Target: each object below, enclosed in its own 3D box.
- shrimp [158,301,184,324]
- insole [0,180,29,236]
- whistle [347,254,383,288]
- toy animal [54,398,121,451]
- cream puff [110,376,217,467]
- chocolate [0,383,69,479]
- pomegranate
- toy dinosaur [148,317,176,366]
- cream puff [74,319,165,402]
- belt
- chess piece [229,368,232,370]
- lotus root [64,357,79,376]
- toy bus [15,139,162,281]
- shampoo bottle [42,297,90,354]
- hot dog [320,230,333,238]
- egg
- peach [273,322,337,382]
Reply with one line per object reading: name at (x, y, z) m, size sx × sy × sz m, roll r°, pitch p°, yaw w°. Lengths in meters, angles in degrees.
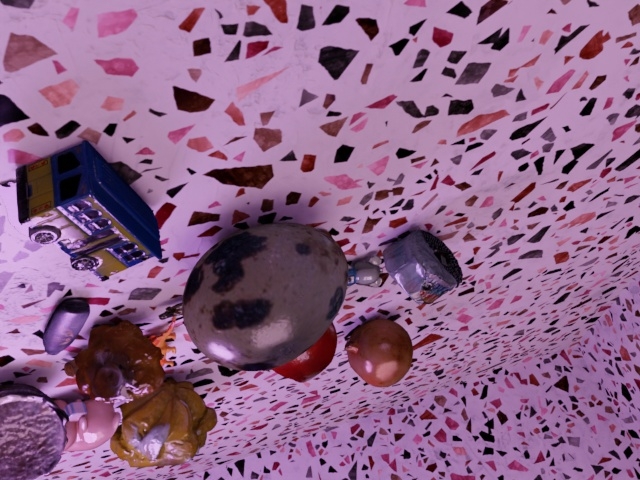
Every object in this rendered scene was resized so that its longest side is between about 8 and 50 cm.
shrimp at (-0.365, 0.209, 1.802) m, size 0.217 × 0.051 × 0.150 m, roll -12°, pitch 154°, yaw -26°
insole at (-0.604, -0.060, 1.254) m, size 0.064 × 0.004 × 0.188 m, roll -12°, pitch 149°, yaw -15°
whistle at (0.078, 0.108, 1.893) m, size 0.235 × 0.077 × 0.114 m, roll -9°, pitch 119°, yaw -9°
toy animal at (-0.825, 0.617, 2.046) m, size 0.256 × 0.195 × 0.213 m, roll 14°, pitch 126°, yaw -41°
cream puff at (-0.549, 0.623, 2.179) m, size 0.378 × 0.276 × 0.378 m, roll -7°, pitch -179°, yaw 0°
chocolate at (-0.913, 0.555, 1.832) m, size 0.303 × 0.303 × 0.213 m, roll -3°, pitch -170°, yaw -28°
pomegranate at (0.208, 0.413, 2.307) m, size 0.270 × 0.252 × 0.229 m, roll 18°, pitch 128°, yaw -19°
toy dinosaur at (-0.501, 0.322, 1.889) m, size 0.117 × 0.070 × 0.288 m, roll -5°, pitch 142°, yaw -24°
cream puff at (-0.552, 0.347, 1.715) m, size 0.241 × 0.268 × 0.155 m, roll -70°, pitch 166°, yaw 9°
belt at (0.311, 0.081, 1.858) m, size 0.150 × 0.207 × 0.257 m, roll -40°, pitch 153°, yaw 26°
chess piece at (-0.294, 0.449, 2.253) m, size 0.093 × 0.042 × 0.042 m, roll -20°, pitch 151°, yaw 10°
lotus root at (-0.635, 0.385, 1.872) m, size 0.258 × 0.097 × 0.110 m, roll 14°, pitch 166°, yaw -42°
toy bus at (-0.452, -0.047, 1.239) m, size 0.175 × 0.138 × 0.288 m, roll -22°, pitch 150°, yaw 3°
shampoo bottle at (-0.680, 0.232, 1.641) m, size 0.087 × 0.049 × 0.234 m, roll 7°, pitch 140°, yaw -36°
hot dog at (0.000, 0.000, 1.700) m, size 0.058 × 0.035 × 0.083 m, roll -36°, pitch 147°, yaw 24°
egg at (-0.130, 0.133, 1.527) m, size 0.427 × 0.345 × 0.345 m, roll -24°, pitch 150°, yaw 2°
peach at (-0.101, 0.288, 1.991) m, size 0.281 × 0.281 × 0.338 m, roll -30°, pitch 115°, yaw 15°
